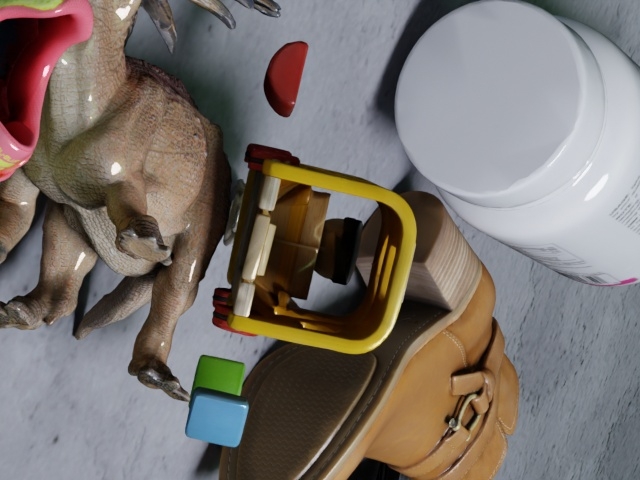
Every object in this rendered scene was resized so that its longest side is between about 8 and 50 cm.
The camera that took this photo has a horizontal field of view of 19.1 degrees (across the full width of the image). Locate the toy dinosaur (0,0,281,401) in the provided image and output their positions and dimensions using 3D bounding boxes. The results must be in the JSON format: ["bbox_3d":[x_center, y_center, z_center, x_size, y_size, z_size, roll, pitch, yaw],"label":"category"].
[{"bbox_3d":[-0.092,-0.048,0.986,0.296,0.127,0.200,83,24,-59],"label":"toy dinosaur"}]

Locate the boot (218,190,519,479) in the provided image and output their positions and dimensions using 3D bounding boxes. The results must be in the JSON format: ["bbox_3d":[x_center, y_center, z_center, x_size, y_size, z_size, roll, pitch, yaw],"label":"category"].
[{"bbox_3d":[0.048,0.132,1.350,0.283,0.109,0.220,-63,144,-31],"label":"boot"}]

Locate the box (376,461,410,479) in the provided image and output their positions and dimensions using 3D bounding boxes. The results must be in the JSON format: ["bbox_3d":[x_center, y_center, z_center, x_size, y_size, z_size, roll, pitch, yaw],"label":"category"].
[{"bbox_3d":[0.039,0.324,1.392,0.307,0.076,0.242,-69,177,-73],"label":"box"}]

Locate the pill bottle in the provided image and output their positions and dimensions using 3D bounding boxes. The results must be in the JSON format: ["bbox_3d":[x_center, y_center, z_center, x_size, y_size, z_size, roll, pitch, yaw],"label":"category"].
[{"bbox_3d":[0.170,-0.067,1.349,0.283,0.160,0.160,23,92,-62],"label":"pill bottle"}]

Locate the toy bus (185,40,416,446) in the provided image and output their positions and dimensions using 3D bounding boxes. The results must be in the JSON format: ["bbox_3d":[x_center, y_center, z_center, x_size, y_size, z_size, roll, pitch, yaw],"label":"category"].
[{"bbox_3d":[-0.001,0.006,1.055,0.191,0.104,0.202,108,-6,-49],"label":"toy bus"}]

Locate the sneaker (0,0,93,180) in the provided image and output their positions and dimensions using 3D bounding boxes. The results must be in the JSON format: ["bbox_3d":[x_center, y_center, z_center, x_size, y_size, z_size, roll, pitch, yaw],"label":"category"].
[{"bbox_3d":[-0.174,-0.044,0.833,0.208,0.094,0.081,-60,150,1],"label":"sneaker"}]
